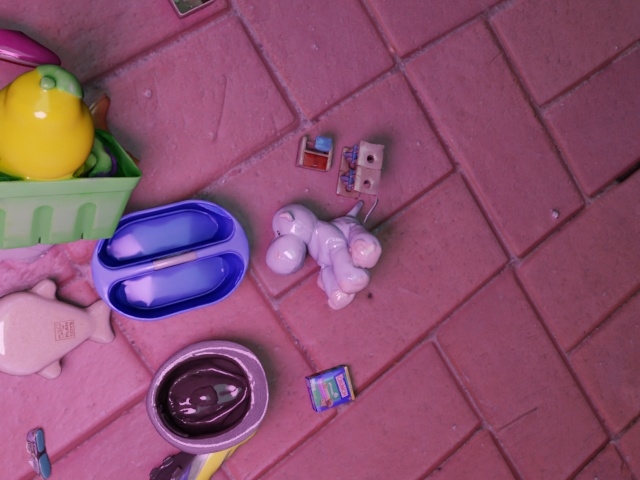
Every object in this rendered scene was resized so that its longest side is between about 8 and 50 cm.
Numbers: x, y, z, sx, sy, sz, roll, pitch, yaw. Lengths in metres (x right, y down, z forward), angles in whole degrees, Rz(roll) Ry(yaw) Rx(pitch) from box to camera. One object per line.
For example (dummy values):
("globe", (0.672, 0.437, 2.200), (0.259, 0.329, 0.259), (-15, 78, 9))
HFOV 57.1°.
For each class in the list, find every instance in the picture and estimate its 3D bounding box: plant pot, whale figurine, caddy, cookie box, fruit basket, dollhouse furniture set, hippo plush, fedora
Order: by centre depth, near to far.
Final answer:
("fruit basket", (-0.531, -0.172, 1.085), (0.392, 0.283, 0.392), (-24, 135, -26))
("whale figurine", (-0.593, 0.191, 1.276), (0.272, 0.141, 0.217), (-6, 92, -43))
("caddy", (-0.334, 0.042, 1.322), (0.341, 0.179, 0.242), (-16, 95, -18))
("fedora", (-0.254, 0.358, 1.359), (0.275, 0.124, 0.244), (-18, 79, -6))
("plant pot", (-0.314, -0.581, 1.377), (0.109, 0.096, 0.109), (-33, 101, -16))
("hippo plush", (0.000, 0.000, 1.405), (0.236, 0.234, 0.294), (19, 84, -18))
("dollhouse furniture set", (0.043, -0.184, 1.476), (0.183, 0.129, 0.129), (9, 87, -19))
("cookie box", (0.025, 0.379, 1.511), (0.107, 0.040, 0.092), (-16, 94, -19))

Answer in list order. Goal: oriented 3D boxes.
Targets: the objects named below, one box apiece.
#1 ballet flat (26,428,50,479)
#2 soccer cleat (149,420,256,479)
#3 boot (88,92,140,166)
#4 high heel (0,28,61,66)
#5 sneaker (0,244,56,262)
("ballet flat", (-0.626, 0.472, 1.298), (0.041, 0.041, 0.115), (-10, 92, -18))
("soccer cleat", (-0.270, 0.518, 1.402), (0.289, 0.093, 0.121), (-33, 130, -20))
("boot", (-0.478, -0.217, 1.334), (0.152, 0.073, 0.197), (28, 93, -15))
("high heel", (-0.716, -0.489, 1.219), (0.377, 0.127, 0.181), (18, 94, -14))
("sneaker", (-0.609, -0.013, 1.288), (0.262, 0.099, 0.121), (-11, 122, -28))
